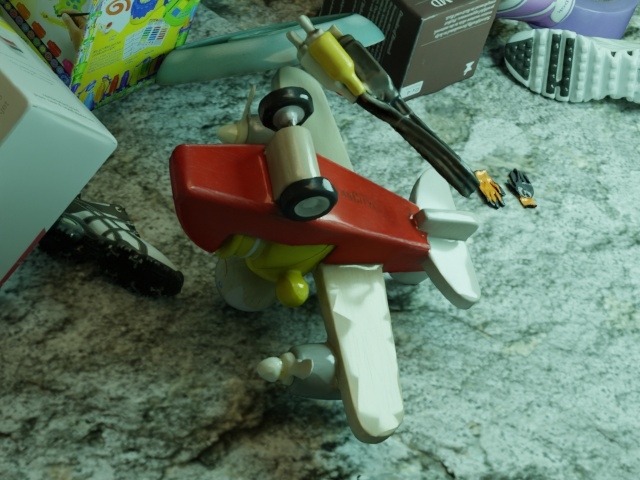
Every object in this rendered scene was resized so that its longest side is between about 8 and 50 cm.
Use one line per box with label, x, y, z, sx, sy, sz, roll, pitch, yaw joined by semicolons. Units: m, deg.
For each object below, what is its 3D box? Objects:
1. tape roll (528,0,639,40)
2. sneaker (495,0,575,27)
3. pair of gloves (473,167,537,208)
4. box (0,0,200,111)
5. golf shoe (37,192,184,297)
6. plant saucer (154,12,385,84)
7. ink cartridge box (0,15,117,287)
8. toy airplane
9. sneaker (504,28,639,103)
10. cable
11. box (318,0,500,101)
tape roll;0.434;-0.410;1.912;0.189;0.080;0.189;7;46;-7
sneaker;0.278;-0.379;1.799;0.161;0.102;0.282;11;7;-35
pair of gloves;0.262;-0.074;1.605;0.083;0.010;0.074;-2;49;-18
box;-0.288;-0.340;1.469;0.177;0.279;0.290;33;32;11
golf shoe;-0.242;-0.003;1.363;0.198;0.077;0.094;26;47;8
plant saucer;-0.072;-0.264;1.539;0.318;0.043;0.317;-11;13;3
ink cartridge box;-0.461;-0.139;1.278;0.385;0.279;0.160;44;10;25
toy airplane;0.000;0.000;1.328;0.384;0.272;0.386;51;30;-9
sneaker;0.433;-0.274;1.786;0.292;0.110;0.118;11;21;4
cable;0.070;-0.144;1.333;0.072;0.139;0.287;-37;80;-4
box;0.130;-0.345;1.712;0.168;0.167;0.203;-24;58;-32
